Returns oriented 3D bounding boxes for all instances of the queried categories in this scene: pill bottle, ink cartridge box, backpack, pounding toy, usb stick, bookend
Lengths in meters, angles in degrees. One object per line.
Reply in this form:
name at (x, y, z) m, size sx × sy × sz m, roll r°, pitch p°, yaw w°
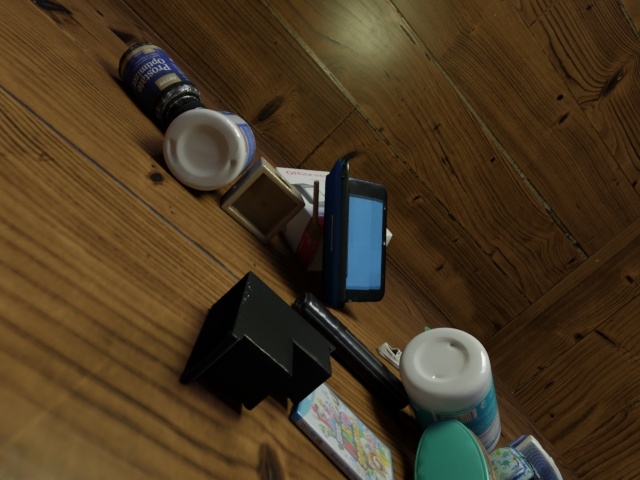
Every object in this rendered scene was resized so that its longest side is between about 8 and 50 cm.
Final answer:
pill bottle at (-0.358, -0.344, 1.005) m, size 0.219 × 0.123 × 0.123 m, roll 48°, pitch 10°, yaw 13°
ink cartridge box at (0.010, -0.061, 1.166) m, size 0.226 × 0.131 × 0.306 m, roll -1°, pitch 41°, yaw -35°
backpack at (0.378, 0.472, 0.871) m, size 0.084 × 0.105 × 0.114 m, roll 47°, pitch 4°, yaw -2°
pill bottle at (-0.220, -0.199, 0.917) m, size 0.152 × 0.152 × 0.272 m, roll 44°, pitch 9°, yaw -12°
pounding toy at (-0.079, -0.082, 0.951) m, size 0.206 × 0.181 × 0.094 m, roll 43°, pitch 10°, yaw -23°
usb stick at (0.057, 0.200, 0.788) m, size 0.278 × 0.045 × 0.077 m, roll 45°, pitch 3°, yaw -8°
bookend at (-0.055, 0.135, 0.485) m, size 0.157 × 0.072 × 0.156 m, roll 45°, pitch 10°, yaw -15°
pill bottle at (0.237, 0.291, 0.768) m, size 0.146 × 0.146 × 0.263 m, roll -119°, pitch -174°, yaw -56°

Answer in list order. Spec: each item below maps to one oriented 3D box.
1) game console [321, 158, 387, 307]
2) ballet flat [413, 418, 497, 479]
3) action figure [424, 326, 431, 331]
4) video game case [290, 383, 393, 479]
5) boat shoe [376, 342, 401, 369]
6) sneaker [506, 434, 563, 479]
game console at (0.095, -0.006, 0.940) m, size 0.174 × 0.292 × 0.250 m, roll 2°, pitch -4°, yaw -8°
ballet flat at (0.190, 0.369, 0.520) m, size 0.342 × 0.116 × 0.124 m, roll -80°, pitch 146°, yaw -78°
action figure at (0.397, 0.376, 1.479) m, size 0.137 × 0.063 × 0.232 m, roll 50°, pitch 6°, yaw 9°
video game case at (0.032, 0.251, 0.554) m, size 0.166 × 0.015 × 0.119 m, roll 46°, pitch 10°, yaw -2°
boat shoe at (0.177, 0.274, 1.026) m, size 0.100 × 0.035 × 0.035 m, roll 42°, pitch 10°, yaw -25°
sneaker at (0.516, 0.595, 0.963) m, size 0.315 × 0.128 × 0.182 m, roll 57°, pitch 8°, yaw 17°
